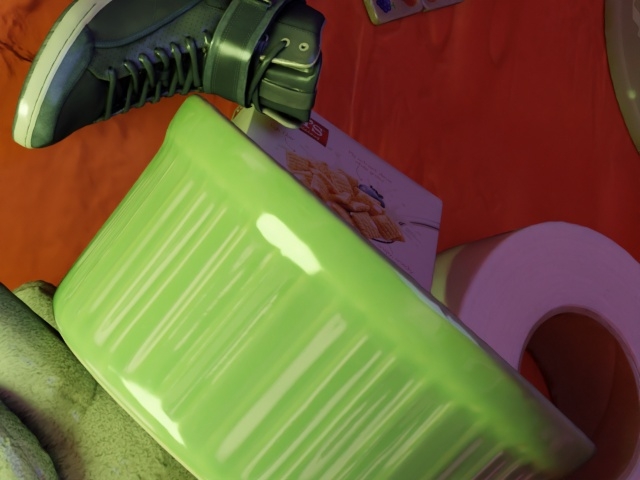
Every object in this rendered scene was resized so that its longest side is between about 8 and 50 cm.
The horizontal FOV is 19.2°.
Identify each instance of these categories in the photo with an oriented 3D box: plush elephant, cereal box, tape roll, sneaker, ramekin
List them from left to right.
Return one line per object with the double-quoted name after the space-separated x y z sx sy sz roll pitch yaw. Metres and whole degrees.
-0.183 0.186 1.097 0.330 0.272 0.255 41 89 13 "plush elephant"
-0.092 -0.113 1.293 0.163 0.086 0.226 31 52 10 "sneaker"
-0.007 0.071 1.070 0.303 0.303 0.148 42 90 -25 "ramekin"
0.000 0.000 1.327 0.173 0.047 0.240 35 31 -14 "cereal box"
0.172 0.132 1.493 0.286 0.100 0.286 12 71 -39 "tape roll"

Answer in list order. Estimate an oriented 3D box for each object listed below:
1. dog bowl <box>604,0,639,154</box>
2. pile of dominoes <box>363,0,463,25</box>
0.421 -0.172 1.790 0.349 0.102 0.348 13 70 -38 "dog bowl"
0.108 -0.300 1.592 0.251 0.040 0.196 -22 94 -43 "pile of dominoes"
